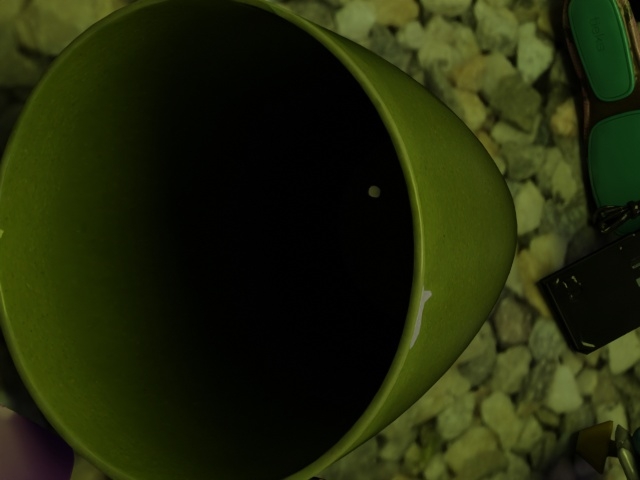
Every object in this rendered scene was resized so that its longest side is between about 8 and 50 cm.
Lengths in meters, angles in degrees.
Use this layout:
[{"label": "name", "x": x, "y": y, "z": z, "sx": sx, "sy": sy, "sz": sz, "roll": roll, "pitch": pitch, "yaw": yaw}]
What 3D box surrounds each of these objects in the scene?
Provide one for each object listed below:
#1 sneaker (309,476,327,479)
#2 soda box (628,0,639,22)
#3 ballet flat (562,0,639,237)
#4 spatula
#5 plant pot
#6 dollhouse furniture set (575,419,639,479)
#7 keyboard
[{"label": "sneaker", "x": 0.014, "y": 0.184, "z": 1.078, "sx": 0.119, "sy": 0.057, "sz": 0.047, "roll": 31, "pitch": 60, "yaw": -38}, {"label": "soda box", "x": 0.256, "y": -0.257, "z": 1.396, "sx": 0.169, "sy": 0.060, "sz": 0.053, "roll": 35, "pitch": 61, "yaw": -36}, {"label": "ballet flat", "x": 0.256, "y": -0.113, "z": 1.369, "sx": 0.079, "sy": 0.077, "sz": 0.221, "roll": -18, "pitch": 95, "yaw": -64}, {"label": "spatula", "x": -0.122, "y": 0.188, "z": 0.961, "sx": 0.296, "sy": 0.030, "sz": 0.084, "roll": 41, "pitch": 54, "yaw": -31}, {"label": "plant pot", "x": 0.000, "y": 0.000, "z": 0.985, "sx": 0.293, "sy": 0.275, "sz": 0.275, "roll": -4, "pitch": 85, "yaw": -61}, {"label": "dollhouse furniture set", "x": 0.163, "y": 0.281, "z": 1.191, "sx": 0.303, "sy": 0.198, "sz": 0.286, "roll": -32, "pitch": 133, "yaw": -79}, {"label": "keyboard", "x": 0.264, "y": 0.007, "z": 1.304, "sx": 0.180, "sy": 0.023, "sz": 0.108, "roll": -29, "pitch": 112, "yaw": 0}]
